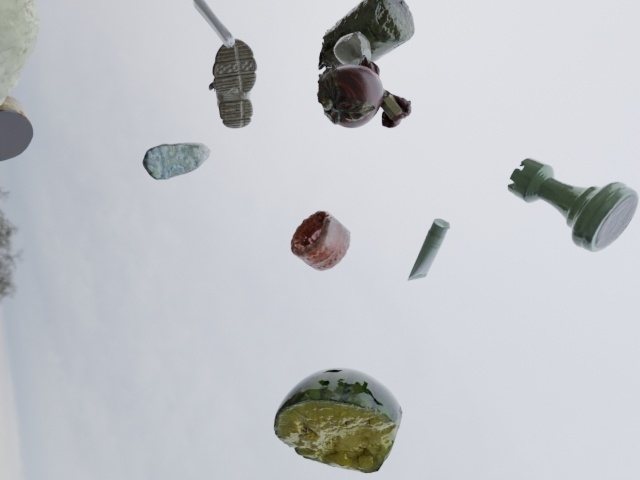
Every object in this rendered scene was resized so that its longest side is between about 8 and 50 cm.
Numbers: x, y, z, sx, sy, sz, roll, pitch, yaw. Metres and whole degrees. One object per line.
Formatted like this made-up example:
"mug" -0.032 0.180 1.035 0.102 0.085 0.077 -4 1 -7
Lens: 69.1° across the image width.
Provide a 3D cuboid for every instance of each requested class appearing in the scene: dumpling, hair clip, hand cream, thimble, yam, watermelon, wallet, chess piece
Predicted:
"dumpling" 0.107 -0.572 1.429 0.127 0.108 0.188 55 -7 -22
"hair clip" -0.271 -0.167 0.926 0.036 0.229 0.065 -13 -76 20
"hand cream" 0.309 0.032 1.330 0.050 0.078 0.204 47 -46 39
"thimble" 0.000 0.000 1.908 0.239 0.162 0.239 -34 -145 28
"yam" 0.151 -0.681 1.534 0.300 0.195 0.194 -18 -98 47
"watermelon" 0.053 0.433 1.184 0.331 0.189 0.330 7 -55 10
"wallet" -0.354 -0.727 1.546 0.190 0.033 0.095 50 -3 -11
"chess piece" 0.675 -0.118 1.283 0.299 0.195 0.194 44 -53 42

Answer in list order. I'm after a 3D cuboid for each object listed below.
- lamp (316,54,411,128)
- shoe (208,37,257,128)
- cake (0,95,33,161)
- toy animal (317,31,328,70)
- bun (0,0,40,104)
"lamp" 0.103 -0.353 1.141 0.215 0.223 0.151 54 -13 -5
"shoe" -0.365 -0.651 1.896 0.198 0.172 0.350 -115 -151 -48
"cake" -1.001 -0.363 1.401 0.178 0.208 0.185 41 -34 16
"toy animal" 0.068 -0.676 1.782 0.146 0.115 0.244 -31 -101 56
"bun" -0.447 -0.247 0.543 0.153 0.244 0.243 57 -46 25
